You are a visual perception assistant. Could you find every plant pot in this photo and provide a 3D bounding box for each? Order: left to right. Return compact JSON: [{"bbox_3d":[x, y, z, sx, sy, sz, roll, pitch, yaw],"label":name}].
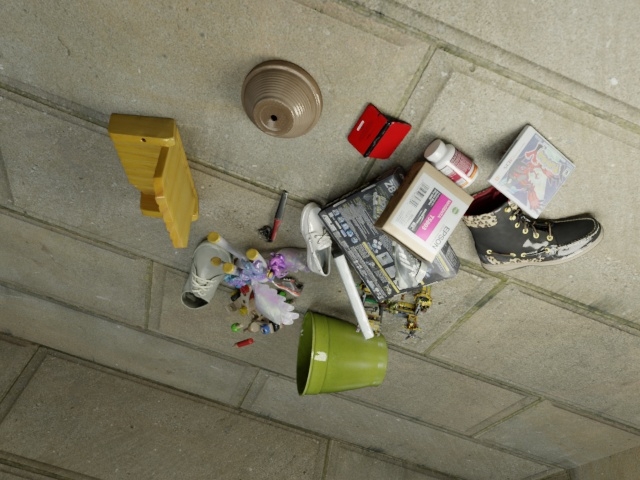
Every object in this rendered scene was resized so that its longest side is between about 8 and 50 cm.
[{"bbox_3d":[-0.120,-0.374,1.297,0.238,0.109,0.237,8,138,8],"label":"plant pot"},{"bbox_3d":[0.098,0.515,2.033,0.354,0.366,0.366,8,138,-10],"label":"plant pot"}]

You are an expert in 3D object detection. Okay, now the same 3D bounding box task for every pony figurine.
[{"bbox_3d":[-0.226,0.116,1.726,0.351,0.302,0.363,21,169,26],"label":"pony figurine"}]

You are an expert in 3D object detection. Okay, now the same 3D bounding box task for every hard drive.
[{"bbox_3d":[0.113,0.185,1.668,0.040,0.203,0.307,-21,97,1],"label":"hard drive"}]

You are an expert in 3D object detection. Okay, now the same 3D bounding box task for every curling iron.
[{"bbox_3d":[-0.167,-0.081,1.672,0.068,0.035,0.274,22,137,-9],"label":"curling iron"}]

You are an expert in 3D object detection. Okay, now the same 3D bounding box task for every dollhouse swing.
[{"bbox_3d":[-0.567,-0.171,1.490,0.316,0.304,0.346,7,138,8],"label":"dollhouse swing"}]

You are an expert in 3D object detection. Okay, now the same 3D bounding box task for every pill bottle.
[{"bbox_3d":[0.380,-0.225,1.335,0.152,0.086,0.086,33,134,-19],"label":"pill bottle"}]

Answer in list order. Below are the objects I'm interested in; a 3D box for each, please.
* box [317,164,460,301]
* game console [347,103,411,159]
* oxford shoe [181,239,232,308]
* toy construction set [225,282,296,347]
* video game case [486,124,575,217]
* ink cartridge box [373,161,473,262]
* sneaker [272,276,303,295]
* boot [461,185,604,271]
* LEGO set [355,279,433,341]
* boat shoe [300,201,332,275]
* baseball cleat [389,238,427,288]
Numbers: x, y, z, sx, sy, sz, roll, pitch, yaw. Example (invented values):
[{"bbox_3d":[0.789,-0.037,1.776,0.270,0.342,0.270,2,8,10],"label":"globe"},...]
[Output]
[{"bbox_3d":[0.224,-0.008,1.520,0.318,0.097,0.394,-26,105,37],"label":"box"},{"bbox_3d":[0.171,-0.318,1.348,0.124,0.085,0.144,47,136,11],"label":"game console"},{"bbox_3d":[-0.493,0.159,1.949,0.169,0.130,0.449,26,135,-10],"label":"oxford shoe"},{"bbox_3d":[-0.312,0.329,1.971,0.257,0.308,0.237,45,135,-18],"label":"toy construction set"},{"bbox_3d":[0.593,-0.189,1.284,0.201,0.023,0.183,32,97,-19],"label":"video game case"},{"bbox_3d":[0.302,-0.083,1.345,0.193,0.234,0.088,33,178,-13],"label":"ink cartridge box"},{"bbox_3d":[-0.140,0.173,1.932,0.158,0.061,0.064,30,108,-18],"label":"sneaker"},{"bbox_3d":[0.638,-0.051,1.420,0.378,0.138,0.284,-16,130,36],"label":"boot"},{"bbox_3d":[0.279,0.280,1.816,0.332,0.192,0.254,16,137,-3],"label":"LEGO set"},{"bbox_3d":[0.000,0.000,1.618,0.096,0.098,0.276,30,137,50],"label":"boat shoe"},{"bbox_3d":[0.278,0.056,1.443,0.110,0.072,0.205,-6,119,9],"label":"baseball cleat"}]
